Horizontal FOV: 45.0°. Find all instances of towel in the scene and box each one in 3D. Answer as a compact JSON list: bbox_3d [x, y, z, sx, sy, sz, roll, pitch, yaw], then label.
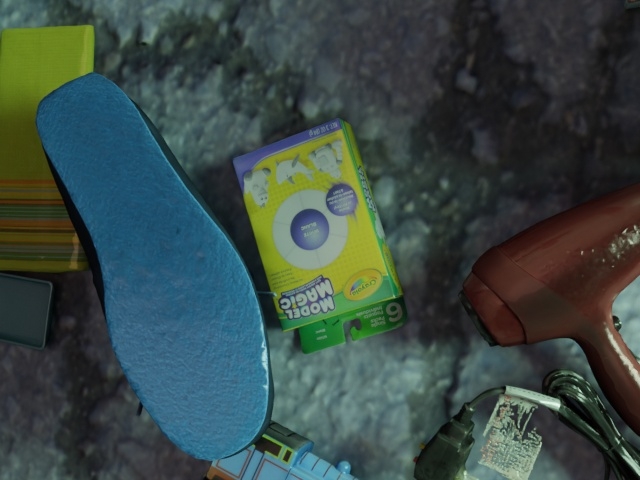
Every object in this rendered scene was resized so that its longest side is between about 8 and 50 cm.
[{"bbox_3d":[-0.267,-0.088,0.747,0.102,0.021,0.237,2,88,11],"label":"towel"}]

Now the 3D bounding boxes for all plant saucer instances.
[{"bbox_3d":[-0.347,0.059,0.768,0.192,0.018,0.067,8,91,16],"label":"plant saucer"}]

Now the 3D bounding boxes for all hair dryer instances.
[{"bbox_3d":[0.210,0.081,0.584,0.223,0.080,0.294,17,100,1],"label":"hair dryer"}]

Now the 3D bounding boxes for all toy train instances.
[{"bbox_3d":[-0.014,0.222,0.633,0.184,0.080,0.105,24,90,16],"label":"toy train"}]

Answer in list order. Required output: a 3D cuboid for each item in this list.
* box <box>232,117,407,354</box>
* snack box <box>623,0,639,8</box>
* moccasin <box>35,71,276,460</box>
[{"bbox_3d":[0.000,0.000,0.651,0.105,0.043,0.179,-19,85,16],"label":"box"},{"bbox_3d":[0.314,-0.223,0.569,0.178,0.022,0.064,-9,88,16],"label":"snack box"},{"bbox_3d":[-0.123,0.015,0.653,0.137,0.117,0.342,-22,75,-4],"label":"moccasin"}]
